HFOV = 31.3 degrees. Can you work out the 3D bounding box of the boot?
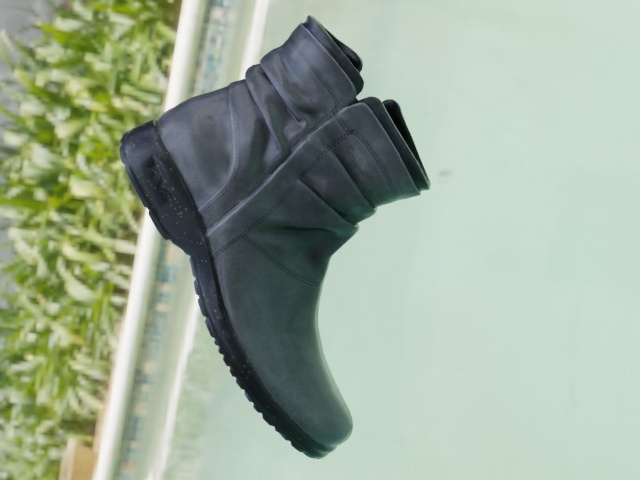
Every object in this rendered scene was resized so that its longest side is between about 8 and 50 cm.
[{"bbox_3d":[0.000,0.000,0.960,0.338,0.222,0.118,61,-173,-7],"label":"boot"}]
